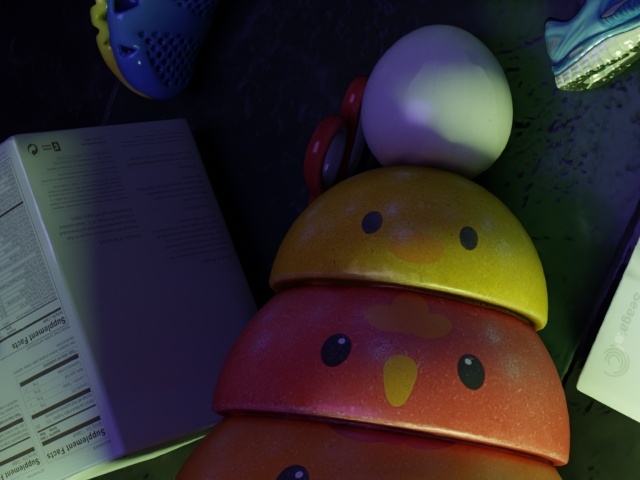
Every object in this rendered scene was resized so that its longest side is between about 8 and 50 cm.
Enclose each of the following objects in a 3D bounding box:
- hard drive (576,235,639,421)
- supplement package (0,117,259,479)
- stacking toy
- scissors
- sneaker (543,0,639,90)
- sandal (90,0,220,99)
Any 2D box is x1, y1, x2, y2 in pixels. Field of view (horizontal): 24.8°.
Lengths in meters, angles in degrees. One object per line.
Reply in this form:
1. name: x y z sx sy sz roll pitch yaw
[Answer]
1. hard drive: 0.357 0.084 1.027 0.307 0.040 0.203 27 106 25
2. supplement package: -0.196 0.060 1.235 0.198 0.199 0.263 -27 80 39
3. stacking toy: 0.054 0.067 1.089 0.350 0.350 0.480 0 77 30
4. scissors: 0.000 0.000 1.227 0.021 0.109 0.297 21 128 14
5. sneaker: 0.229 -0.177 1.070 0.162 0.063 0.073 -31 75 28
6. sandal: -0.100 -0.269 1.223 0.138 0.126 0.318 19 104 23
